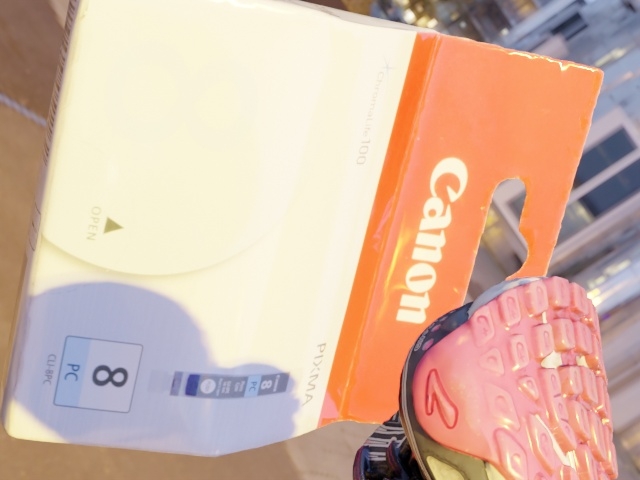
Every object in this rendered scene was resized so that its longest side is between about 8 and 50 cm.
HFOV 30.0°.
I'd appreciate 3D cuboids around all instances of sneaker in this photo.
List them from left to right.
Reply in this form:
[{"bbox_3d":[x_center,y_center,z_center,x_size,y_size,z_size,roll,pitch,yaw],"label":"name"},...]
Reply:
[{"bbox_3d":[0.061,0.104,0.483,0.299,0.112,0.120,68,21,-66],"label":"sneaker"}]

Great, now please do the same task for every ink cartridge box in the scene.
[{"bbox_3d":[0.000,0.000,0.816,0.385,0.308,0.091,9,15,-16],"label":"ink cartridge box"}]
